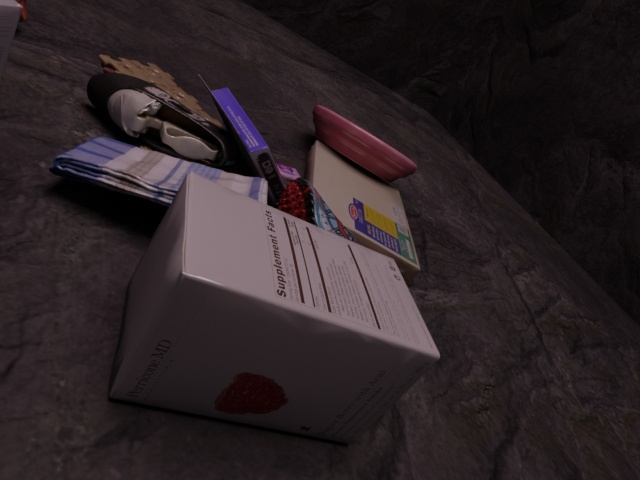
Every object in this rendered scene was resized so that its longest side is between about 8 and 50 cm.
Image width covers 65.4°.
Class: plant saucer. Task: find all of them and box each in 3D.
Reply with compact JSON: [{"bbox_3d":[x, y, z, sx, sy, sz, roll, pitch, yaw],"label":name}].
[{"bbox_3d":[0.111,-0.261,1.400,0.332,0.084,0.332,31,11,-6],"label":"plant saucer"}]

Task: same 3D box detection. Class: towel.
[{"bbox_3d":[-0.213,-0.095,0.737,0.285,0.034,0.209,15,19,-10],"label":"towel"}]

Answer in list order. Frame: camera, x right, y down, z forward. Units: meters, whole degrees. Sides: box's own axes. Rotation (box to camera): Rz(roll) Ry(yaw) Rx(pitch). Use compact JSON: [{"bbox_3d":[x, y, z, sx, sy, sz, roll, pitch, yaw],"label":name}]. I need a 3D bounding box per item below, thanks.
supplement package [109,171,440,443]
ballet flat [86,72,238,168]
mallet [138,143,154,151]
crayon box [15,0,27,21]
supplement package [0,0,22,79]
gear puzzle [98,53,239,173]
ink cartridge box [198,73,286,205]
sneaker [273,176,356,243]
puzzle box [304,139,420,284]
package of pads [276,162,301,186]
[{"bbox_3d":[-0.052,0.087,0.563,0.293,0.177,0.175,22,29,-27],"label":"supplement package"},{"bbox_3d":[-0.271,-0.203,0.851,0.280,0.095,0.096,23,23,-11],"label":"ballet flat"},{"bbox_3d":[-0.225,-0.111,0.857,0.190,0.039,0.062,23,25,-17],"label":"mallet"},{"bbox_3d":[-0.570,-0.427,0.756,0.081,0.202,0.318,12,30,-5],"label":"crayon box"},{"bbox_3d":[-0.457,-0.190,0.498,0.149,0.203,0.194,36,25,0],"label":"supplement package"},{"bbox_3d":[-0.285,-0.244,1.004,0.339,0.044,0.175,44,25,10],"label":"gear puzzle"},{"bbox_3d":[-0.143,-0.198,0.958,0.206,0.045,0.208,55,-7,34],"label":"ink cartridge box"},{"bbox_3d":[0.000,0.000,0.901,0.125,0.104,0.262,27,31,-48],"label":"sneaker"},{"bbox_3d":[0.085,-0.085,1.174,0.272,0.052,0.409,30,26,-14],"label":"puzzle box"},{"bbox_3d":[-0.084,-0.142,1.083,0.083,0.032,0.050,10,37,-43],"label":"package of pads"}]
